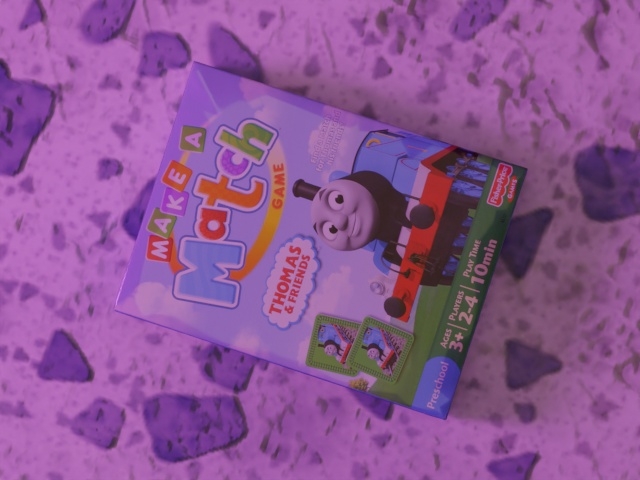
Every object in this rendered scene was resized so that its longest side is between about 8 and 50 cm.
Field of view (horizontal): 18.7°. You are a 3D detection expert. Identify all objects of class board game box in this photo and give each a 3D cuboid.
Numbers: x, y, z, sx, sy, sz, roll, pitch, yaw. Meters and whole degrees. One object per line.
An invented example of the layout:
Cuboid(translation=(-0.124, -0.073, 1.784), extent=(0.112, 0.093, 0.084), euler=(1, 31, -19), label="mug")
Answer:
Cuboid(translation=(0.000, 0.000, 1.176), extent=(0.211, 0.039, 0.160), euler=(18, 90, 4), label="board game box")
